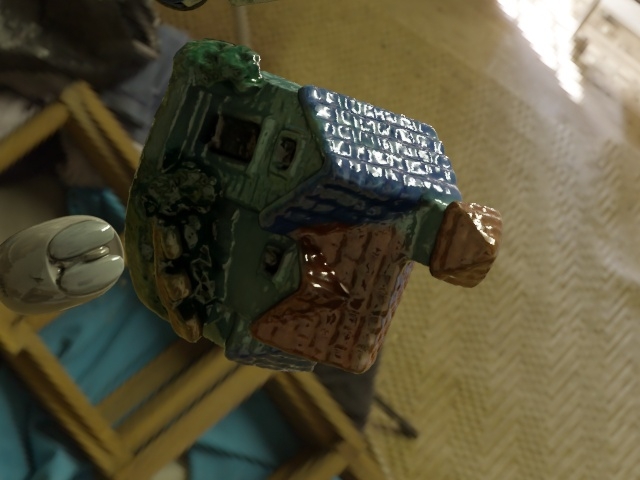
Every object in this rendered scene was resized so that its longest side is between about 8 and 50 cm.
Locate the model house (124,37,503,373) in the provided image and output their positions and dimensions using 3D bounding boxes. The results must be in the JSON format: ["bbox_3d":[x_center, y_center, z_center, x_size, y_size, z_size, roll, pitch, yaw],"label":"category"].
[{"bbox_3d":[0.000,0.000,1.362,0.252,0.294,0.329,18,6,-44],"label":"model house"}]

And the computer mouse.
[{"bbox_3d":[-0.188,0.018,1.008,0.039,0.096,0.066,-150,-136,-80],"label":"computer mouse"}]

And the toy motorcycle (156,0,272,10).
[{"bbox_3d":[-0.068,-0.246,1.066,0.102,0.221,0.150,-68,144,-44],"label":"toy motorcycle"}]
